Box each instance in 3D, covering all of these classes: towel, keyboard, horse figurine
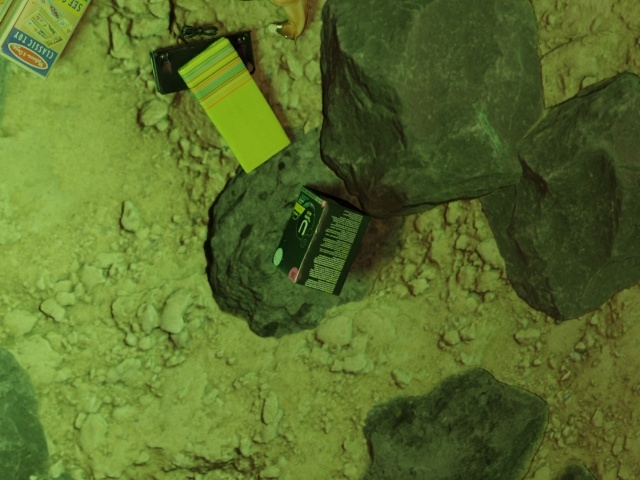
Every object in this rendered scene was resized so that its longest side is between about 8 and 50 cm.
[{"bbox_3d":[-0.148,-0.234,1.865,0.102,0.021,0.237,-35,123,-3],"label":"towel"},{"bbox_3d":[-0.202,-0.320,1.823,0.180,0.023,0.108,-16,119,-19],"label":"keyboard"},{"bbox_3d":[-0.066,-0.481,1.805,0.174,0.066,0.263,17,102,-21],"label":"horse figurine"}]

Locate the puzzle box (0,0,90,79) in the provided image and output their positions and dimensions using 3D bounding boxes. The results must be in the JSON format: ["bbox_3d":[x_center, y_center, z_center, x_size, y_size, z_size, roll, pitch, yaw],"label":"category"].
[{"bbox_3d":[-0.513,-0.451,1.565,0.409,0.052,0.272,30,88,-41],"label":"puzzle box"}]

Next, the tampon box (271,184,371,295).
[{"bbox_3d":[0.000,0.000,1.958,0.101,0.120,0.161,18,99,-28],"label":"tampon box"}]
